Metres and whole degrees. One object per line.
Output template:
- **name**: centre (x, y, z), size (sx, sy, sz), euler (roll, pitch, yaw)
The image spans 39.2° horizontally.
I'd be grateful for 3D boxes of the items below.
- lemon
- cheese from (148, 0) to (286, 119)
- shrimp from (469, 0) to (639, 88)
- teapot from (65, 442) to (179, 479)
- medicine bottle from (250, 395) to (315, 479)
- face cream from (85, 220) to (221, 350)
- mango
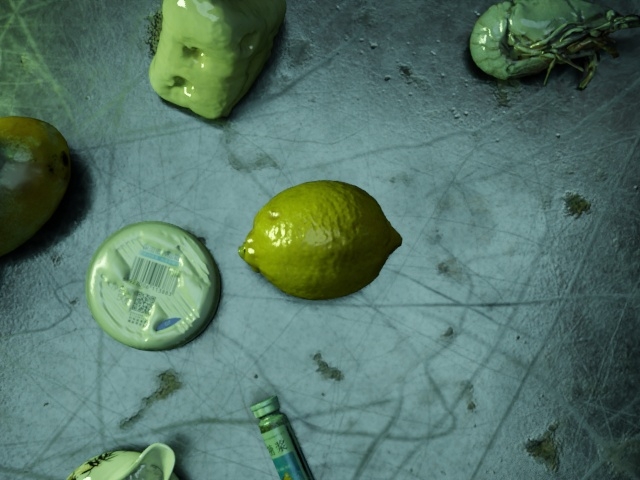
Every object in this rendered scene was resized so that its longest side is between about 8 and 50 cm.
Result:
- **lemon**: centre (0.000, 0.000, 1.395), size (0.257, 0.188, 0.188), euler (-4, 83, -7)
- **cheese**: centre (-0.154, -0.357, 1.430), size (0.174, 0.251, 0.247), euler (24, 67, 1)
- **shrimp**: centre (0.420, -0.333, 1.482), size (0.343, 0.116, 0.145), euler (-4, 83, 5)
- **teapot**: centre (-0.311, 0.443, 1.352), size (0.208, 0.166, 0.299), euler (33, 73, -9)
- **medicine bottle**: centre (-0.052, 0.341, 1.418), size (0.051, 0.051, 0.191), euler (-24, 83, -4)
- **face cream**: centre (-0.262, 0.073, 1.420), size (0.206, 0.111, 0.205), euler (0, 84, -2)
- **mango**: centre (-0.531, -0.070, 1.418), size (0.316, 0.146, 0.192), euler (-35, 75, 6)
